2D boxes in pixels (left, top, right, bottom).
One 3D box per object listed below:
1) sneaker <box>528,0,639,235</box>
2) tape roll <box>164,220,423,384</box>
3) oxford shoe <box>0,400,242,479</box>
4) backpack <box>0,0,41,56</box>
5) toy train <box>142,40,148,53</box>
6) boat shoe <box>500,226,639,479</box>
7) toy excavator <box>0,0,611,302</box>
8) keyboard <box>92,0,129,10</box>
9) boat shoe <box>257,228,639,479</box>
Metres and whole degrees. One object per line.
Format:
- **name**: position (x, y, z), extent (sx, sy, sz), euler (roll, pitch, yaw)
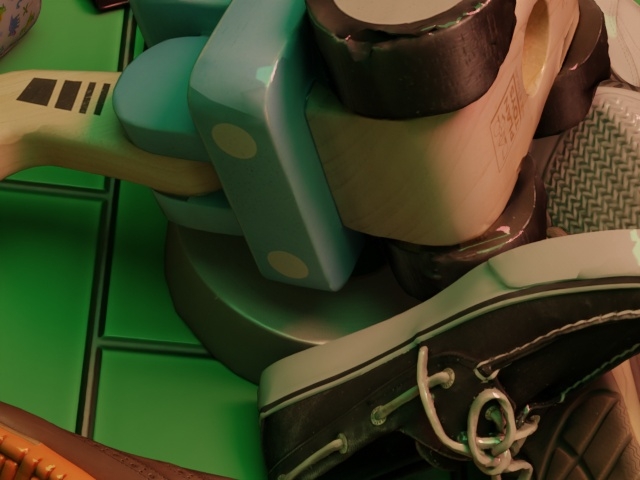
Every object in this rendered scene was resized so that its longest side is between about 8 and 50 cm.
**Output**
- **sneaker**: position (0.229, -0.139, 0.951), extent (0.210, 0.137, 0.366), euler (-2, 57, -37)
- **tape roll**: position (0.000, 0.000, 0.848), extent (0.219, 0.072, 0.219), euler (6, 54, -9)
- **oxford shoe**: position (-0.077, 0.190, 0.681), extent (0.363, 0.130, 0.133), euler (31, 28, 10)
- **backpack**: position (-0.268, -0.186, 0.897), extent (0.084, 0.105, 0.114), euler (31, 58, 10)
- **toy train**: position (-0.089, -0.162, 0.943), extent (0.105, 0.080, 0.184), euler (-2, 55, -8)
- **boat shoe**: position (0.184, 0.147, 0.738), extent (0.130, 0.132, 0.355), euler (28, 44, -27)
- **toy excavator**: position (-0.083, -0.085, 0.742), extent (0.445, 0.222, 0.433), euler (9, 55, 26)
- **keyboard**: position (-0.212, -0.264, 1.022), extent (0.108, 0.023, 0.180), euler (-18, 60, -32)
- **boat shoe**: position (0.083, 0.089, 0.685), extent (0.113, 0.306, 0.105), euler (33, 44, -45)
